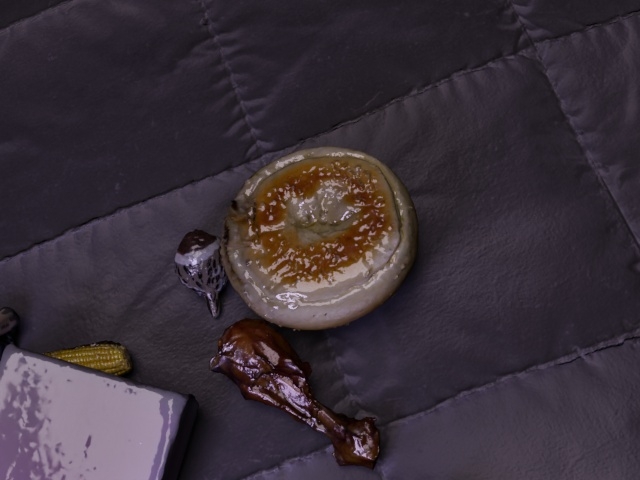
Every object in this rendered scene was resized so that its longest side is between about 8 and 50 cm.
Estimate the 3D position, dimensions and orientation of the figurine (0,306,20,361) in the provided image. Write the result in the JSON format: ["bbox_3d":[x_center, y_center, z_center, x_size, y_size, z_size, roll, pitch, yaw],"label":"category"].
[{"bbox_3d":[-0.607,0.159,1.614,0.222,0.145,0.145,6,67,9],"label":"figurine"}]

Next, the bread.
[{"bbox_3d":[0.000,0.000,1.557,0.306,0.159,0.305,-3,69,7],"label":"bread"}]

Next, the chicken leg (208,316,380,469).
[{"bbox_3d":[-0.032,0.232,1.507,0.304,0.093,0.113,39,96,15],"label":"chicken leg"}]

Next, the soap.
[{"bbox_3d":[-0.356,0.321,1.474,0.296,0.107,0.285,16,79,8],"label":"soap"}]

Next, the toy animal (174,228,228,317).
[{"bbox_3d":[-0.184,0.047,1.607,0.098,0.098,0.137,-14,65,5],"label":"toy animal"}]

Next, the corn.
[{"bbox_3d":[-0.396,0.203,1.593,0.203,0.072,0.072,-13,65,4],"label":"corn"}]
